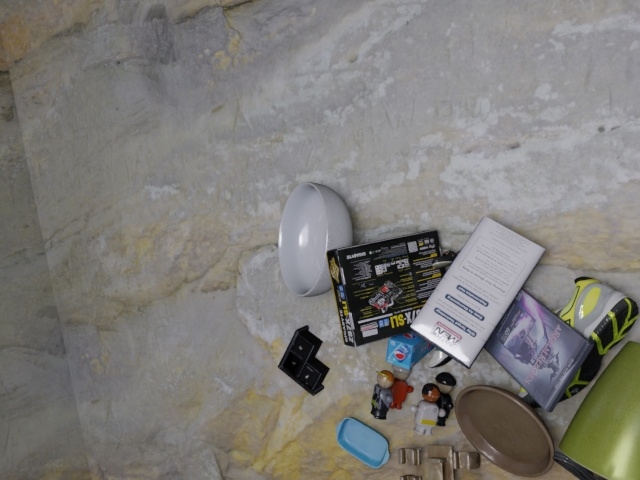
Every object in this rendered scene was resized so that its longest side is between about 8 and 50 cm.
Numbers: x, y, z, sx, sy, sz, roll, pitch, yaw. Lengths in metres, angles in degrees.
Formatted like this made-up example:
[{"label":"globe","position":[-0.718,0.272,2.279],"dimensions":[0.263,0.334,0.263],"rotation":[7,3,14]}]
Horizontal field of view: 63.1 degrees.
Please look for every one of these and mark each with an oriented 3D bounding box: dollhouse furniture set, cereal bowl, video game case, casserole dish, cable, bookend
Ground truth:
[{"label":"dollhouse furniture set","position":[0.357,0.713,1.487],"dimensions":[0.212,0.161,0.242],"rotation":[-12,68,33]},{"label":"cereal bowl","position":[0.000,0.000,1.559],"dimensions":[0.339,0.141,0.339],"rotation":[-12,77,63]},{"label":"video game case","position":[0.523,0.257,1.298],"dimensions":[0.196,0.026,0.274],"rotation":[-68,26,18]},{"label":"casserole dish","position":[0.136,0.629,1.639],"dimensions":[0.188,0.037,0.114],"rotation":[24,106,26]},{"label":"cable","position":[0.683,0.581,1.263],"dimensions":[0.287,0.139,0.072],"rotation":[38,79,4]},{"label":"bookend","position":[-0.034,0.388,1.692],"dimensions":[0.157,0.072,0.156],"rotation":[34,110,22]}]

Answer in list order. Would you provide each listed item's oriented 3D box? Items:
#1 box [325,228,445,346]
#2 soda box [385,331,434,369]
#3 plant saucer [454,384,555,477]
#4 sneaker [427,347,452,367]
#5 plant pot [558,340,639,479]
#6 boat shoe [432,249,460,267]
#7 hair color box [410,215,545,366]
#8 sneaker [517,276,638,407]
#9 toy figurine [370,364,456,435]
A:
[{"label":"box","position":[0.192,0.122,1.410],"dimensions":[0.079,0.322,0.257],"rotation":[171,88,-67]},{"label":"soda box","position":[0.255,0.284,1.439],"dimensions":[0.071,0.210,0.067],"rotation":[12,101,28]},{"label":"plant saucer","position":[0.482,0.493,1.371],"dimensions":[0.278,0.041,0.278],"rotation":[29,134,35]},{"label":"sneaker","position":[0.356,0.294,1.481],"dimensions":[0.161,0.057,0.075],"rotation":[-50,55,25]},{"label":"plant pot","position":[0.726,0.388,1.179],"dimensions":[0.274,0.275,0.294],"rotation":[17,88,27]},{"label":"boat shoe","position":[0.345,0.050,1.415],"dimensions":[0.049,0.133,0.042],"rotation":[-29,71,47]},{"label":"hair color box","position":[0.397,0.131,1.326],"dimensions":[0.174,0.105,0.347],"rotation":[33,83,21]},{"label":"sneaker","position":[0.614,0.263,1.302],"dimensions":[0.385,0.145,0.147],"rotation":[-61,35,23]},{"label":"toy figurine","position":[0.258,0.429,1.454],"dimensions":[0.213,0.209,0.148],"rotation":[13,90,30]}]
